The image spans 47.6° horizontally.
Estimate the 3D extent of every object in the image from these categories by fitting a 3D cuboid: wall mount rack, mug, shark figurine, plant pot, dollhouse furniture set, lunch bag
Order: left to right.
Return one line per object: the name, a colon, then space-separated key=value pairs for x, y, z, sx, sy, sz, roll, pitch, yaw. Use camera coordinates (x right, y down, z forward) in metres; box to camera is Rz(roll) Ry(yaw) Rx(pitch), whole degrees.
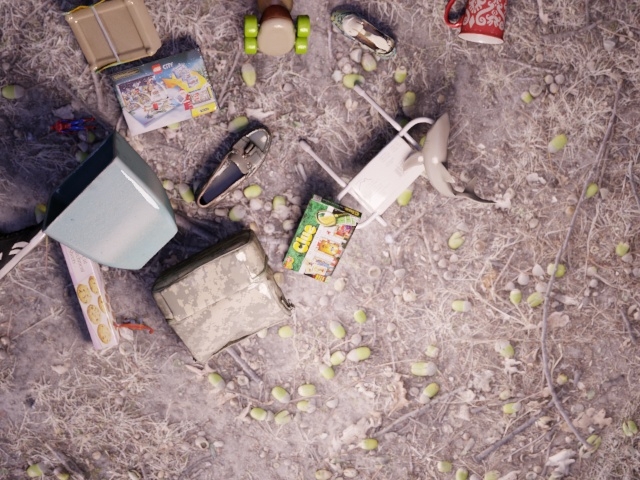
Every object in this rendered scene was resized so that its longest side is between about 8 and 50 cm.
dollhouse furniture set: x=-0.509 y=-0.589 z=1.758 sx=0.197 sy=0.151 sz=0.302 roll=-8 pitch=122 yaw=19
plant pot: x=-0.496 y=-0.075 z=1.791 sx=0.248 sy=0.247 sz=0.252 roll=-43 pitch=119 yaw=6
lunch bag: x=-0.249 y=0.151 z=1.861 sx=0.305 sy=0.212 sz=0.256 roll=-27 pitch=102 yaw=3
wall mount rack: x=0.129 y=-0.213 z=1.855 sx=0.304 sy=0.130 sz=0.350 roll=43 pitch=97 yaw=-15
shark figurine: x=0.318 y=-0.156 z=1.790 sx=0.166 sy=0.116 sz=0.278 roll=-40 pitch=125 yaw=-4
mug: x=0.395 y=-0.586 z=1.793 sx=0.150 sy=0.113 sz=0.169 roll=9 pitch=99 yaw=-7

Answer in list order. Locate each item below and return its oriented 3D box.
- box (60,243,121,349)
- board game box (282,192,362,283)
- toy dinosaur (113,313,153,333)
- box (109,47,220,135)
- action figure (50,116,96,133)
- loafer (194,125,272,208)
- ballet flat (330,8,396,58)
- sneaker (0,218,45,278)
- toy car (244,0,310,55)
box: x=-0.605 y=0.127 z=1.910 sx=0.067 sy=0.063 sz=0.324 roll=-13 pitch=103 yaw=-2
board game box: x=0.000 y=0.000 z=1.867 sx=0.136 sy=0.030 sz=0.260 roll=22 pitch=133 yaw=-2
toy dinosaur: x=-0.491 y=0.235 z=1.942 sx=0.082 sy=0.090 sz=0.047 roll=19 pitch=120 yaw=24
box: x=-0.388 y=-0.373 z=1.822 sx=0.233 sy=0.044 sz=0.159 roll=-17 pitch=103 yaw=0
action figure: x=-0.626 y=-0.290 z=1.834 sx=0.115 sy=0.030 sz=0.038 roll=-5 pitch=97 yaw=2
loafer: x=-0.220 y=-0.179 z=1.855 sx=0.096 sy=0.084 sz=0.267 roll=41 pitch=97 yaw=-11
ballet flat: x=0.112 y=-0.520 z=1.811 sx=0.188 sy=0.070 sz=0.070 roll=28 pitch=99 yaw=-9
sneaker: x=-0.795 y=-0.009 z=1.859 sx=0.217 sy=0.079 sz=0.121 roll=-42 pitch=103 yaw=7
toy car: x=-0.111 y=-0.565 z=1.777 sx=0.155 sy=0.149 sz=0.188 roll=-2 pitch=74 yaw=-7
